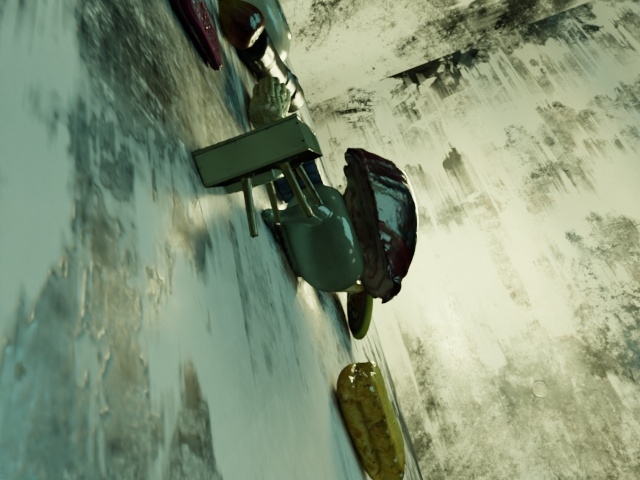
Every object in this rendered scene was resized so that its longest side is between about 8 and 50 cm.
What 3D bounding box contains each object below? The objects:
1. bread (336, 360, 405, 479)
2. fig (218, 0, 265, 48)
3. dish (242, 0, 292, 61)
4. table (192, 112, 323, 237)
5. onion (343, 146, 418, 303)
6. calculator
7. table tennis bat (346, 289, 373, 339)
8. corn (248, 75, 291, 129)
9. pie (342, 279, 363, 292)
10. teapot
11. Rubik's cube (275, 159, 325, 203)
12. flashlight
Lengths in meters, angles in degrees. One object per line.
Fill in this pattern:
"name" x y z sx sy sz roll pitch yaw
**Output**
"bread" 0.090 0.323 0.892 0.114 0.083 0.211 -66 137 -74
"fig" -0.174 -0.446 0.995 0.125 0.089 0.089 42 12 -9
"dish" -0.153 -0.597 1.379 0.256 0.117 0.256 -18 90 -83
"table" -0.055 -0.078 0.646 0.240 0.121 0.111 -63 134 -81
"onion" 0.132 -0.020 1.000 0.314 0.146 0.280 107 -33 -70
"calculator" -0.187 -0.345 0.714 0.190 0.034 0.127 72 2 -61
"table tennis bat" 0.107 0.089 1.396 0.224 0.054 0.369 126 -33 -71
"corn" -0.105 -0.266 1.003 0.211 0.087 0.087 -88 159 -57
"pie" 0.016 -0.007 1.250 0.315 0.092 0.315 -24 90 -83
"teapot" 0.000 0.000 0.895 0.294 0.129 0.193 64 9 -63
"Rubik's cube" -0.050 -0.147 1.038 0.092 0.092 0.092 -101 170 -57
"flashlight" -0.123 -0.424 1.283 0.424 0.103 0.103 5 66 -81
